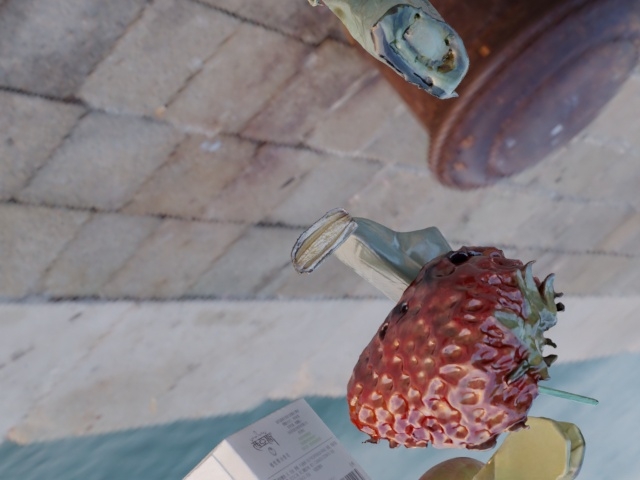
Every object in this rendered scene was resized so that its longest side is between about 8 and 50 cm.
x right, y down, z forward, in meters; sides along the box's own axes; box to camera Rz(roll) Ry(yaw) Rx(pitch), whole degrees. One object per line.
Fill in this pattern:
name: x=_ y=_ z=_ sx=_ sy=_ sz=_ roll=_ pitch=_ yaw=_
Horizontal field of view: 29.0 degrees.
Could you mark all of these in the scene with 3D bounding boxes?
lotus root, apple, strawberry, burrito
lotus root: x=0.000 y=0.001 z=1.309 sx=0.083 sy=0.037 sz=0.030 roll=-44 pitch=173 yaw=-8
apple: x=0.251 y=0.484 z=2.198 sx=0.209 sy=0.209 sz=0.164 roll=-11 pitch=148 yaw=-49
strawberry: x=0.145 y=0.110 z=1.469 sx=0.280 sy=0.150 sz=0.253 roll=-12 pitch=-140 yaw=51
burrito: x=0.070 y=-0.241 z=1.331 sx=0.144 sy=0.229 sz=0.089 roll=35 pitch=101 yaw=-37

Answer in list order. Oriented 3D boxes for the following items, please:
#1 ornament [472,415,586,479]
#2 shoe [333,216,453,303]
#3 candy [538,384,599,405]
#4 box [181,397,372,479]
ornament: x=0.279 y=0.344 z=1.709 sx=0.059 sy=0.201 sz=0.180 roll=17 pitch=166 yaw=-41
shoe: x=0.127 y=0.030 z=1.626 sx=0.103 sy=0.251 sz=0.100 roll=-22 pitch=-142 yaw=63
candy: x=0.261 y=0.194 z=1.699 sx=0.335 sy=0.092 sz=0.093 roll=18 pitch=133 yaw=-32
box: x=-0.043 y=0.335 z=1.642 sx=0.111 sy=0.194 sz=0.260 roll=-46 pitch=167 yaw=21
